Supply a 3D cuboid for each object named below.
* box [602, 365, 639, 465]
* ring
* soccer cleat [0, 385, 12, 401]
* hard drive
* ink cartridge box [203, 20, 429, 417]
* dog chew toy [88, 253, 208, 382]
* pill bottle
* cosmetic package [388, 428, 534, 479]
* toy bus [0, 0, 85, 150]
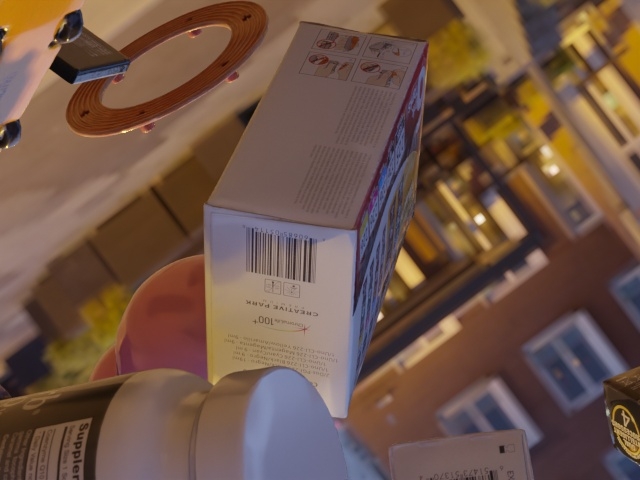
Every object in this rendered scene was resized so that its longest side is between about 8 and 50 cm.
[{"bbox_3d":[0.534,0.158,1.698,0.395,0.097,0.318,-19,-162,-17],"label":"box"},{"bbox_3d":[-0.222,-0.248,2.475,0.336,0.032,0.336,-22,-152,12],"label":"ring"},{"bbox_3d":[-0.433,0.211,1.697,0.289,0.121,0.093,-32,152,-51],"label":"soccer cleat"},{"bbox_3d":[-0.317,-0.242,2.170,0.022,0.094,0.135,-59,166,23],"label":"hard drive"},{"bbox_3d":[0.000,0.000,1.507,0.309,0.130,0.272,-68,165,-51],"label":"ink cartridge box"},{"bbox_3d":[-0.148,0.163,1.733,0.332,0.206,0.206,-48,173,37],"label":"dog chew toy"},{"bbox_3d":[-0.174,0.218,1.370,0.363,0.210,0.210,-13,-170,25],"label":"pill bottle"},{"bbox_3d":[0.166,0.290,1.880,0.153,0.129,0.296,-9,169,7],"label":"cosmetic package"},{"bbox_3d":[-0.319,-0.192,1.566,0.108,0.130,0.333,-23,163,-40],"label":"toy bus"}]
